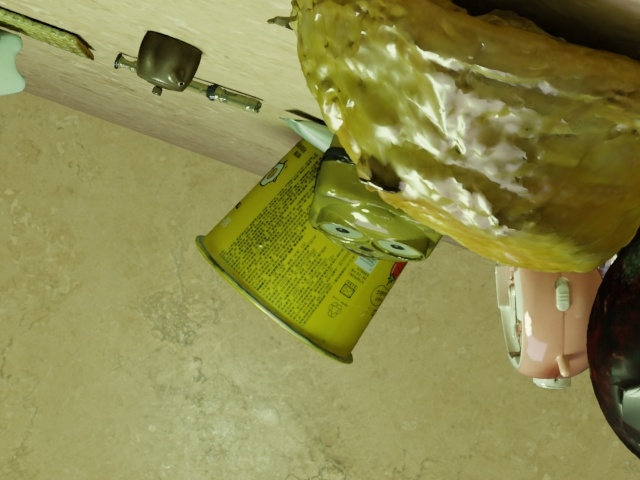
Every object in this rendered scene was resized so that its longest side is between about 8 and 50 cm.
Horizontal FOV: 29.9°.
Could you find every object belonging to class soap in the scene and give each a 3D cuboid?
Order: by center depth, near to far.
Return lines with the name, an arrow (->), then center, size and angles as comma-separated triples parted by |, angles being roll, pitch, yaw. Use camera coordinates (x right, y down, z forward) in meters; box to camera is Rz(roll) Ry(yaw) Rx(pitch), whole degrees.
soap -> -0.597, -0.289, 1.882 | 0.172, 0.095, 0.289 | -15, -155, -32

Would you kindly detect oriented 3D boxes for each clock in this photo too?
clock -> 0.292, 0.059, 1.463 | 0.142, 0.241, 0.227 | -1, -179, 1

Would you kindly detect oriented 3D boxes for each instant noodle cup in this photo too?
instant noodle cup -> 0.000, 0.000, 1.901 | 0.325, 0.254, 0.325 | 38, -175, -4

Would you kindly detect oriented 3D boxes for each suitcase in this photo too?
suitcase -> 0.084, -0.054, 1.633 | 0.193, 0.143, 0.235 | 19, 166, 1

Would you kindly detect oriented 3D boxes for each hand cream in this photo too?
hand cream -> 0.037, -0.135, 1.749 | 0.204, 0.050, 0.078 | 25, -177, -16

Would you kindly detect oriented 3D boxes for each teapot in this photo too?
teapot -> -0.196, -0.213, 1.480 | 0.076, 0.068, 0.121 | 21, 178, -39

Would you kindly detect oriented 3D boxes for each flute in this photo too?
flute -> -0.194, -0.229, 1.749 | 0.233, 0.027, 0.027 | 19, 178, 12

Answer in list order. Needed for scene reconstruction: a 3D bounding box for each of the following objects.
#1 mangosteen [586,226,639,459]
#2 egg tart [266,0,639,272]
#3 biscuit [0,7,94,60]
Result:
mangosteen -> 0.376, 0.086, 1.064 | 0.311, 0.311, 0.311 | 20, 179, 1
egg tart -> 0.113, -0.079, 0.867 | 0.339, 0.153, 0.351 | 23, 177, -5
biscuit -> -0.459, -0.327, 1.800 | 0.231, 0.016, 0.139 | 20, 178, 1
